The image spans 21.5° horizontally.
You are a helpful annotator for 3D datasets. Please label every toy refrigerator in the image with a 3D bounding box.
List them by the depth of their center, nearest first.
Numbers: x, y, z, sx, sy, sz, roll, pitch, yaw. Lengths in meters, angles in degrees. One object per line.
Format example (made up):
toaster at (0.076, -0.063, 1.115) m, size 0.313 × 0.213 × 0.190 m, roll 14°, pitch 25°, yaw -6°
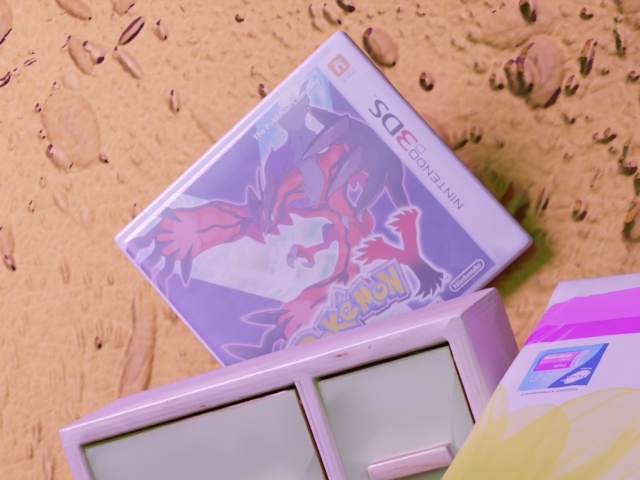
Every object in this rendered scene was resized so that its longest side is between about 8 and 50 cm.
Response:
toy refrigerator at (-0.013, 0.119, 1.005) m, size 0.269 × 0.094 × 0.102 m, roll -17°, pitch 92°, yaw 21°

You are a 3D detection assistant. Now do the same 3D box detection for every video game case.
video game case at (0.000, 0.000, 1.069) m, size 0.201 × 0.023 × 0.183 m, roll -43°, pitch 83°, yaw 6°

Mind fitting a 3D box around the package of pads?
package of pads at (0.181, 0.125, 0.820) m, size 0.229 × 0.101 × 0.296 m, roll -5°, pitch 31°, yaw 36°
